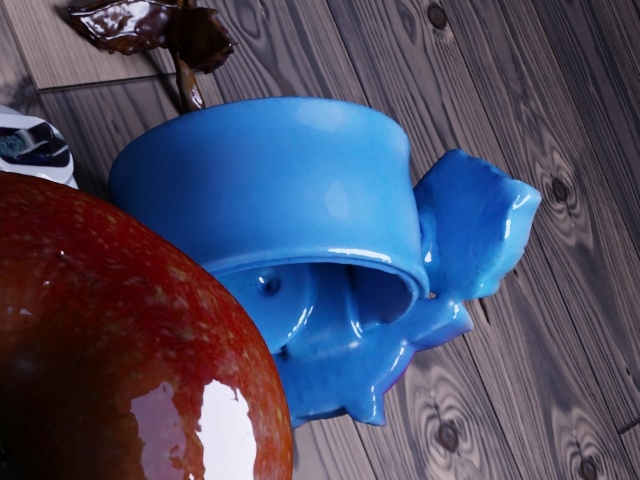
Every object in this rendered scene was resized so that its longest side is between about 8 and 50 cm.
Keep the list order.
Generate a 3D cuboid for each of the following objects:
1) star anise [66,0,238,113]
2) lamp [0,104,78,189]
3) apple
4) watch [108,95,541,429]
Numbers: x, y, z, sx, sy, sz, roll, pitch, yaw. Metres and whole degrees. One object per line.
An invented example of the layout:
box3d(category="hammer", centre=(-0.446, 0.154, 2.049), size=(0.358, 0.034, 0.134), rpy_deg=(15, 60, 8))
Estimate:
box3d(category="star anise", centre=(-0.130, -0.147, 1.549), size=(0.140, 0.144, 0.158), rpy_deg=(20, 24, 11))
box3d(category="lamp", centre=(-0.212, 0.026, 1.246), size=(0.179, 0.108, 0.246), rpy_deg=(4, 65, -60))
box3d(category="apple", centre=(-0.185, 0.126, 0.999), size=(0.277, 0.348, 0.349), rpy_deg=(122, -49, -75))
box3d(category="watch", centre=(0.000, 0.000, 1.396), size=(0.274, 0.305, 0.241), rpy_deg=(30, 45, -54))
